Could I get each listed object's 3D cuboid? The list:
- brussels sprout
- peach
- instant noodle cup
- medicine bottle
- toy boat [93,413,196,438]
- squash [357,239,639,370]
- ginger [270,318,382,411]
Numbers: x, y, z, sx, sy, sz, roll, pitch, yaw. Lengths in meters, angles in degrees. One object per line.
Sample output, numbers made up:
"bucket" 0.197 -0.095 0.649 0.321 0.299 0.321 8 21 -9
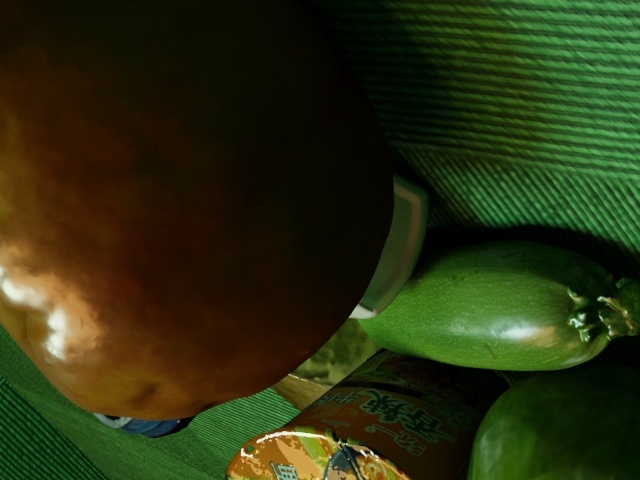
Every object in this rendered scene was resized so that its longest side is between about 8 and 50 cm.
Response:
"brussels sprout" 0.220 0.204 1.381 0.244 0.244 0.244 36 163 13
"peach" -0.112 -0.055 1.263 0.343 0.302 0.343 50 169 14
"instant noodle cup" 0.063 0.202 1.521 0.230 0.182 0.230 18 128 25
"medicine bottle" 0.000 0.000 1.480 0.078 0.115 0.219 27 169 -23
"toy boat" -0.254 0.195 2.492 0.142 0.129 0.309 29 165 -18
"squash" 0.123 0.049 1.388 0.101 0.101 0.379 45 162 -19
"ginger" 0.021 0.117 1.727 0.276 0.130 0.221 34 169 29
